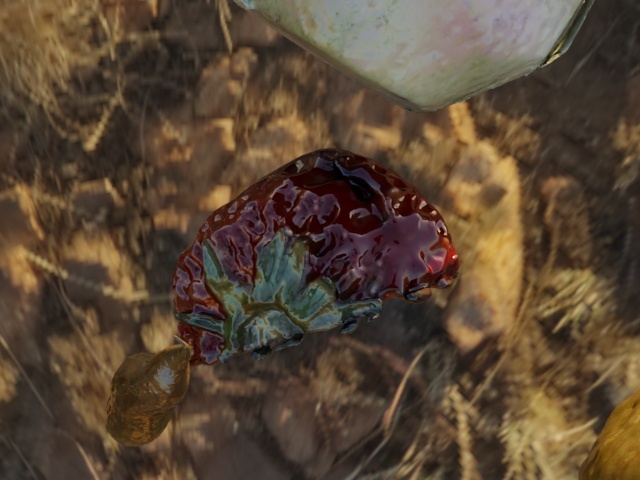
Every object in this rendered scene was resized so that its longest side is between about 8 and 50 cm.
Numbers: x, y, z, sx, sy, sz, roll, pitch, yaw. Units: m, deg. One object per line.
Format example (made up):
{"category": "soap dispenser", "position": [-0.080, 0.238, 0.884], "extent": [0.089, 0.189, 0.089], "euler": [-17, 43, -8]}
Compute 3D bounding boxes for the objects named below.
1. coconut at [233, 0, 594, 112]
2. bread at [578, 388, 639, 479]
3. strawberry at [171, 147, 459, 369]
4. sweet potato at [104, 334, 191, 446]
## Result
{"category": "coconut", "position": [0.095, -0.286, 1.485], "extent": [0.352, 0.352, 0.353], "euler": [1, 76, -3]}
{"category": "bread", "position": [0.268, 0.125, 1.041], "extent": [0.268, 0.268, 0.146], "euler": [-31, 97, -10]}
{"category": "strawberry", "position": [0.008, -0.002, 1.541], "extent": [0.280, 0.253, 0.150], "euler": [-24, 95, -44]}
{"category": "sweet potato", "position": [-0.122, 0.106, 1.300], "extent": [0.056, 0.195, 0.056], "euler": [6, 67, -16]}
